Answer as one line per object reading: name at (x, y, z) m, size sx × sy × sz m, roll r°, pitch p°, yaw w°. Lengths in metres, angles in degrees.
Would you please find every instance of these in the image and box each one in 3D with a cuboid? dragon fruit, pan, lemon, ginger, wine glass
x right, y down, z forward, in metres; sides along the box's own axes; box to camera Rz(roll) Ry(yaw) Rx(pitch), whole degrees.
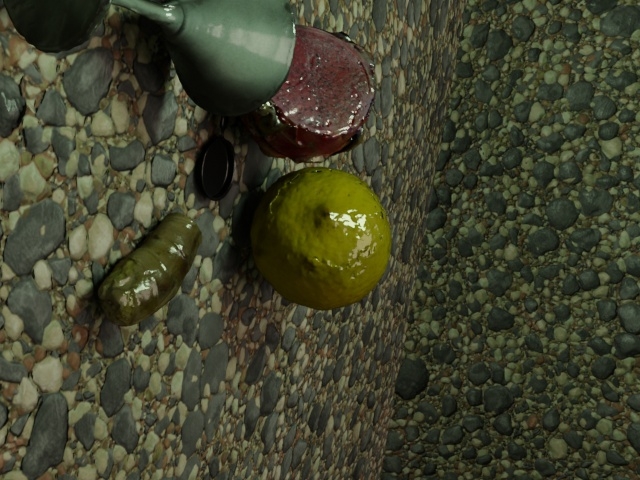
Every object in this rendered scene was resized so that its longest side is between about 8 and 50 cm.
dragon fruit at (-0.045, -0.282, 1.482) m, size 0.263 × 0.314 × 0.296 m, roll -43°, pitch -128°, yaw 56°
pan at (-0.214, -0.200, 1.434) m, size 0.136 × 0.028 × 0.235 m, roll -22°, pitch 124°, yaw -64°
lemon at (0.000, 0.000, 1.650) m, size 0.387 × 0.349 × 0.350 m, roll 92°, pitch 16°, yaw -71°
ginger at (-0.307, 0.056, 1.247) m, size 0.109 × 0.116 × 0.263 m, roll -43°, pitch -167°, yaw 43°
wine glass at (-0.248, -0.347, 1.031) m, size 0.406 × 0.267 × 0.267 m, roll -3°, pitch 104°, yaw -61°
